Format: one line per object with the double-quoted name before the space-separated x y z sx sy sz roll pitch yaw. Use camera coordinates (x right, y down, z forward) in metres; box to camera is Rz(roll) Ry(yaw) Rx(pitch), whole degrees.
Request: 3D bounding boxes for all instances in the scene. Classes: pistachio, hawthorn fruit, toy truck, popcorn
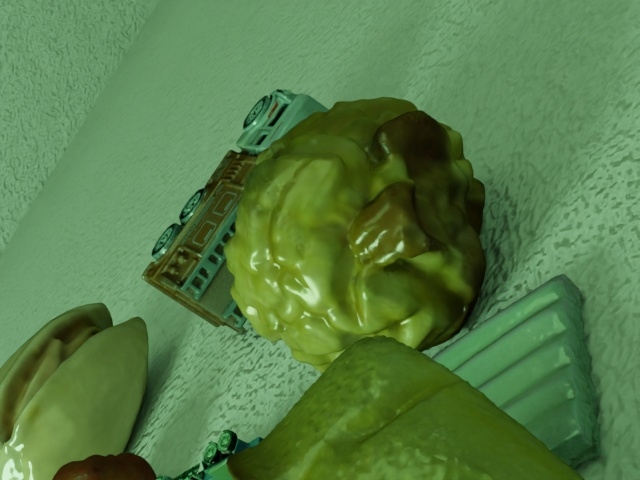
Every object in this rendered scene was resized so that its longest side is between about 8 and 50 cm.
"pistachio" -0.334 0.225 1.327 0.193 0.214 0.318 19 55 20
"hawthorn fruit" -0.236 0.301 1.129 0.125 0.140 0.125 -40 -13 -11
"toy truck" -0.110 0.259 1.009 0.175 0.067 0.081 -35 35 29
"toy truck" -0.075 -0.040 1.243 0.305 0.136 0.162 -56 20 -7
"popcorn" 0.020 -0.010 0.946 0.265 0.225 0.332 -64 16 -17

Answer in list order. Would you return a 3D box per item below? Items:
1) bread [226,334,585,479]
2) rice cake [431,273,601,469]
"bread" 0.076 0.177 0.528 0.148 0.270 0.270 -48 23 -8
"rice cake" 0.122 0.137 0.772 0.198 0.037 0.189 -37 29 34
